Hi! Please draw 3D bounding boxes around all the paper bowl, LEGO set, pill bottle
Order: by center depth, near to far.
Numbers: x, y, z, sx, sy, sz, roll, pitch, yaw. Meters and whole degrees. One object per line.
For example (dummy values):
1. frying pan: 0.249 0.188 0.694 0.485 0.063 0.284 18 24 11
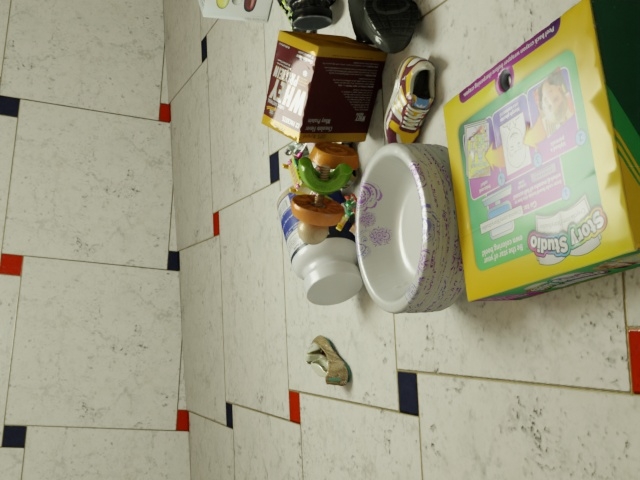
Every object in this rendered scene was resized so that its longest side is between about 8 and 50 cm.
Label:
1. paper bowl: 0.176 -0.021 1.417 0.284 0.148 0.284 179 90 -68
2. LEGO set: 0.020 -0.125 1.757 0.287 0.132 0.107 53 128 27
3. pill bottle: 0.000 0.000 1.851 0.153 0.153 0.265 117 145 -49
4. pill bottle: -0.025 -0.605 1.936 0.123 0.122 0.219 161 106 -67

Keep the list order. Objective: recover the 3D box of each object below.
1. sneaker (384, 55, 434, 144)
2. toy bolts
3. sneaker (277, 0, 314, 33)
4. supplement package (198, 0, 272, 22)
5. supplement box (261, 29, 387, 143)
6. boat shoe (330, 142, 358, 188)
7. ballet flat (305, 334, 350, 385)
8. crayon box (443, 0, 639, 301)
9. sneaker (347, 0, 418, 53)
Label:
1. sneaker: 0.166 -0.242 1.541 0.084 0.069 0.186 -126 39 -63
2. toy bolts: 0.061 -0.077 1.631 0.218 0.228 0.159 -82 3 -67
3. sneaker: -0.075 -0.583 2.095 0.084 0.097 0.235 145 122 -64
4. supplement package: -0.234 -0.743 2.359 0.203 0.194 0.149 109 152 -42
5. supplement box: 0.006 -0.311 1.714 0.129 0.191 0.194 33 119 41
6. boat shoe: 0.050 -0.214 1.857 0.072 0.068 0.190 -29 73 52
7. ballet flat: 0.004 0.276 1.964 0.206 0.067 0.073 -145 56 -64
8. crayon box: 0.312 -0.099 1.133 0.363 0.106 0.313 148 118 -65
9. sneaker: 0.116 -0.430 1.643 0.286 0.109 0.130 -102 16 -48
